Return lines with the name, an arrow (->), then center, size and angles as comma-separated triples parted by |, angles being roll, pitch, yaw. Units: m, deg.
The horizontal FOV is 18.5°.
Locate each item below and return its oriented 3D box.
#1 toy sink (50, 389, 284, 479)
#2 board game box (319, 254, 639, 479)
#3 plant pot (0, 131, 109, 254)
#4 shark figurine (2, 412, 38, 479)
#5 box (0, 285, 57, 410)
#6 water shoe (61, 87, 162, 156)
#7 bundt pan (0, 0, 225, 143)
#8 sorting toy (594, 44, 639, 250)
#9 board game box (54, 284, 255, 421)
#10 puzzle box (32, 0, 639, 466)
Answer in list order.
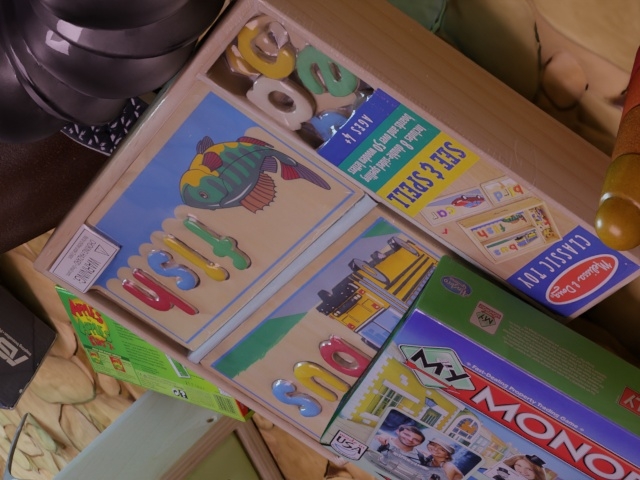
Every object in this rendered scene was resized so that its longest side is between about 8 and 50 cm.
toy sink -> -0.100, 0.261, 1.635 | 0.131, 0.153, 0.234 | 5, 129, 47
board game box -> 0.170, 0.150, 1.215 | 0.317, 0.046, 0.213 | 30, 149, 1
plant pot -> -0.282, -0.059, 1.418 | 0.215, 0.230, 0.215 | 31, 145, 24
shark figurine -> -0.242, 0.313, 1.925 | 0.166, 0.116, 0.278 | -37, 105, 25
box -> -0.464, -0.002, 1.736 | 0.318, 0.097, 0.395 | -1, 143, 48
water shoe -> -0.096, -0.070, 1.351 | 0.203, 0.080, 0.073 | 36, 109, -14
bundt pan -> -0.200, -0.153, 1.067 | 0.331, 0.124, 0.331 | -3, 154, -2
sorting toy -> 0.274, 0.029, 0.946 | 0.365, 0.126, 0.127 | 35, 147, 20
board game box -> -0.123, 0.076, 1.558 | 0.181, 0.043, 0.092 | 13, 135, 42
puzzle box -> 0.000, 0.000, 1.234 | 0.272, 0.052, 0.409 | 33, 148, -9
